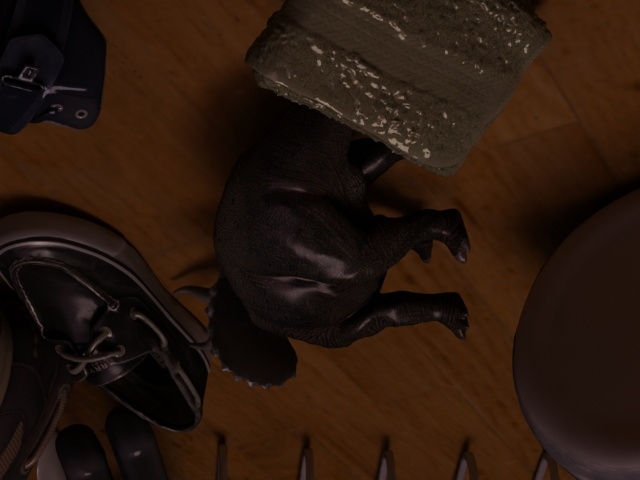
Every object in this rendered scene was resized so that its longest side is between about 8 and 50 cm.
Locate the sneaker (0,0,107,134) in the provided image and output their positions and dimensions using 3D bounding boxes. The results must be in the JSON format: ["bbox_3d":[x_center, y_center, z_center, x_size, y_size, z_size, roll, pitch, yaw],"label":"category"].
[{"bbox_3d":[-0.206,-0.058,0.889,0.163,0.086,0.226,15,115,-43],"label":"sneaker"}]

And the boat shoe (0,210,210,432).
[{"bbox_3d":[-0.138,0.057,1.132,0.078,0.070,0.219,-20,141,24],"label":"boat shoe"}]

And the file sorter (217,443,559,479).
[{"bbox_3d":[0.051,0.271,1.345,0.278,0.193,0.173,2,142,-5],"label":"file sorter"}]

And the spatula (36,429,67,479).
[{"bbox_3d":[-0.214,0.264,1.353,0.019,0.168,0.242,9,151,13],"label":"spatula"}]

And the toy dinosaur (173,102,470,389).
[{"bbox_3d":[0.000,0.000,1.017,0.160,0.121,0.313,-11,150,-9],"label":"toy dinosaur"}]

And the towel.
[{"bbox_3d":[0.043,-0.102,0.909,0.148,0.027,0.110,25,103,-29],"label":"towel"}]

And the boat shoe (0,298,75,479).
[{"bbox_3d":[-0.268,0.195,1.191,0.130,0.132,0.355,11,120,-43],"label":"boat shoe"}]

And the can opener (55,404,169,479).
[{"bbox_3d":[-0.149,0.200,1.311,0.076,0.095,0.283,-21,144,-11],"label":"can opener"}]

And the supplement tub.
[{"bbox_3d":[0.289,0.121,1.124,0.207,0.207,0.338,-23,139,28],"label":"supplement tub"}]
